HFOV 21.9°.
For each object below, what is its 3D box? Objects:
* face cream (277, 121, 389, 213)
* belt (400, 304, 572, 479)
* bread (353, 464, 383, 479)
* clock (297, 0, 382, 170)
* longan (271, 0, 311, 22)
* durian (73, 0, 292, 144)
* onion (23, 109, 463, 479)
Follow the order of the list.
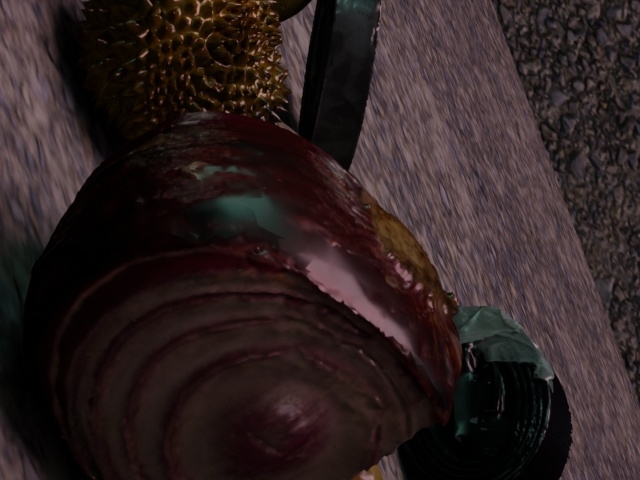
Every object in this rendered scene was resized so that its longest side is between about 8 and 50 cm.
[{"bbox_3d":[0.000,0.000,1.322,0.348,0.081,0.174,36,32,-61],"label":"face cream"},{"bbox_3d":[0.143,0.148,1.464,0.078,0.151,0.198,48,23,-48],"label":"belt"},{"bbox_3d":[0.015,0.282,0.920,0.077,0.084,0.368,87,-5,-68],"label":"bread"},{"bbox_3d":[0.016,-0.161,1.442,0.215,0.042,0.215,-172,-90,-85],"label":"clock"},{"bbox_3d":[-0.068,-0.253,1.370,0.155,0.176,0.145,51,-29,9],"label":"longan"},{"bbox_3d":[-0.091,-0.122,1.113,0.158,0.137,0.168,19,60,-35],"label":"durian"},{"bbox_3d":[-0.053,0.029,0.899,0.207,0.216,0.206,52,18,-23],"label":"onion"}]
